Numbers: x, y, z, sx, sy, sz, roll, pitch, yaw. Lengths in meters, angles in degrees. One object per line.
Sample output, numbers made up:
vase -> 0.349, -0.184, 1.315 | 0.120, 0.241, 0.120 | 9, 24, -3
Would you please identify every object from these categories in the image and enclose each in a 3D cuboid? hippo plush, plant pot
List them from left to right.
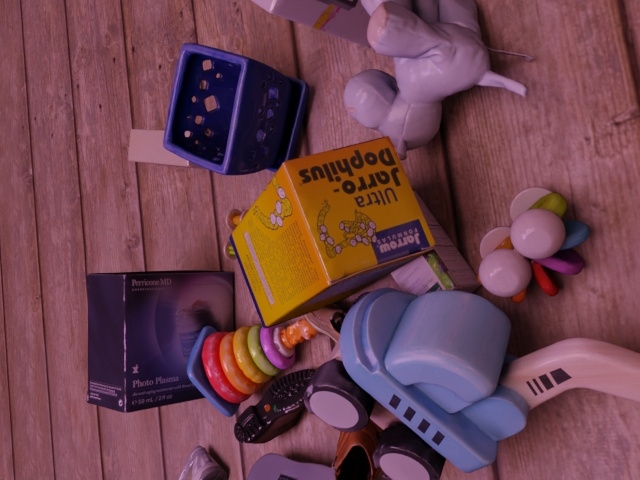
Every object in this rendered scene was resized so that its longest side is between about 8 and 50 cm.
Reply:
plant pot -> -0.169, -0.269, 1.403 | 0.236, 0.212, 0.236 | 25, 106, 41
hippo plush -> 0.171, -0.284, 1.131 | 0.294, 0.234, 0.237 | 26, 135, -2

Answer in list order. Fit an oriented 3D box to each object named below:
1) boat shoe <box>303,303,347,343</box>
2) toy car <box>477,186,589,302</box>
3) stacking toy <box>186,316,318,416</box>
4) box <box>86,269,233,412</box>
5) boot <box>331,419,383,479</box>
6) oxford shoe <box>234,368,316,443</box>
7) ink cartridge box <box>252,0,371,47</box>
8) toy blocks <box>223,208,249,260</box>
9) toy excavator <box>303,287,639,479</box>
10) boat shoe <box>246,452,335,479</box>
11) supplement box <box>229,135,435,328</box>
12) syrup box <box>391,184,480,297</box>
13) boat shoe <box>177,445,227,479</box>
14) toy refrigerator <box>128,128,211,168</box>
boat shoe -> 0.030, 0.154, 1.297 | 0.190, 0.068, 0.072 | 37, 153, 28
toy car -> 0.327, 0.017, 0.998 | 0.136, 0.159, 0.182 | 33, 116, 1
stacking toy -> -0.118, 0.232, 1.409 | 0.301, 0.166, 0.175 | -29, 25, 21
box -> -0.363, 0.217, 1.520 | 0.182, 0.296, 0.294 | -4, 87, 44
boot -> 0.066, 0.296, 1.145 | 0.109, 0.220, 0.284 | 7, 103, 12
oxford shoe -> -0.074, 0.351, 1.401 | 0.227, 0.096, 0.083 | -39, 49, 16
ink cartridge box -> -0.010, -0.511, 1.217 | 0.198, 0.270, 0.197 | 44, 118, 35
toy blocks -> -0.151, -0.008, 1.490 | 0.148, 0.054, 0.123 | 6, 93, 43
toy excavator -> 0.257, 0.198, 0.947 | 0.433, 0.222, 0.445 | 40, 135, -5
boat shoe -> -0.001, 0.526, 1.281 | 0.367, 0.156, 0.136 | -9, 43, 55
supplement box -> 0.000, 0.000, 1.125 | 0.195, 0.194, 0.356 | 68, 154, 9
syrup box -> 0.166, 0.013, 1.164 | 0.093, 0.096, 0.237 | -49, 59, 32
boat shoe -> -0.333, 0.658, 1.616 | 0.103, 0.118, 0.321 | 40, 112, 43
toy refrigerator -> -0.367, -0.235, 1.665 | 0.269, 0.102, 0.094 | 10, 96, 43
